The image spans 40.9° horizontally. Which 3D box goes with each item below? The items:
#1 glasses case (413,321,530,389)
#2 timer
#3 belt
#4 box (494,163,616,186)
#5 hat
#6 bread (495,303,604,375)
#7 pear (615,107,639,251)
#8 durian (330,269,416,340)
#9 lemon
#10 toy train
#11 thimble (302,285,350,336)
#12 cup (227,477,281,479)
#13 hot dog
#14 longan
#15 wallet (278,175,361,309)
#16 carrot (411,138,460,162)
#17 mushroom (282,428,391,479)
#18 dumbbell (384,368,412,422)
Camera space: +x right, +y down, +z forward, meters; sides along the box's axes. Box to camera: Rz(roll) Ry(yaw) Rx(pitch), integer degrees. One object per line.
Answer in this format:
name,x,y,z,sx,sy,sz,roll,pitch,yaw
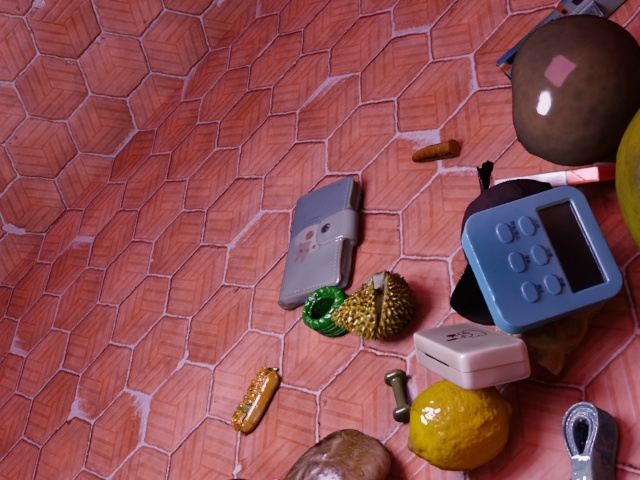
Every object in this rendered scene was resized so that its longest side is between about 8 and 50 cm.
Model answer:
glasses case,0.284,0.217,1.657,0.131,0.070,0.313,-10,3,-9
timer,0.408,0.029,1.578,0.250,0.091,0.231,-21,74,-2
belt,0.463,0.418,1.440,0.087,0.072,0.302,-25,43,34
box,0.510,-0.132,1.823,0.245,0.139,0.035,-6,92,46
hat,0.353,-0.004,1.776,0.336,0.238,0.209,-48,36,-3
bread,0.463,0.114,1.661,0.152,0.130,0.267,33,84,16
pear,0.680,-0.119,1.472,0.352,0.352,0.413,-13,60,40
durian,0.133,0.160,1.976,0.193,0.138,0.237,-44,-5,8
lemon,0.263,0.345,1.627,0.193,0.181,0.180,-45,36,18
toy train,0.616,-0.535,2.090,0.409,0.086,0.089,-41,38,12
thimble,0.021,0.175,2.107,0.130,0.090,0.118,11,69,51
cup,-0.150,0.609,1.873,0.223,0.169,0.177,-30,33,-25
hot dog,-0.162,0.393,2.143,0.072,0.055,0.188,8,66,51
longan,0.540,-0.313,1.804,0.319,0.319,0.319,-28,42,28
wallet,0.000,0.000,2.293,0.252,0.083,0.360,-24,45,40
carrot,0.288,-0.226,2.206,0.139,0.048,0.048,-8,53,44
mushroom,0.017,0.496,1.774,0.278,0.146,0.278,-32,16,10
dumbbell,0.171,0.333,1.847,0.052,0.046,0.118,-31,40,17
